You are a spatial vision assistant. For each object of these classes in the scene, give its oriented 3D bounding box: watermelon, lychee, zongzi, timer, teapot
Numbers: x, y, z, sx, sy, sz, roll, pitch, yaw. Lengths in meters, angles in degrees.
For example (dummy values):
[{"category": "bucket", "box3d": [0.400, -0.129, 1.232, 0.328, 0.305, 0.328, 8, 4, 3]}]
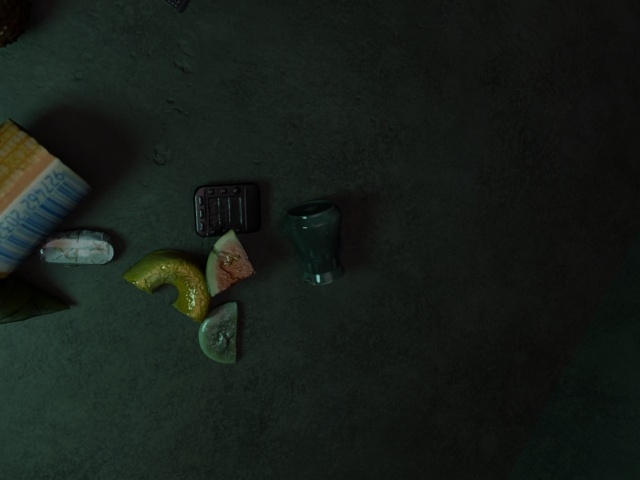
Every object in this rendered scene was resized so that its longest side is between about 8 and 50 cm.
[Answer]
[{"category": "watermelon", "box3d": [-0.265, 0.081, 1.320, 0.145, 0.137, 0.193, -31, 138, -20]}, {"category": "lychee", "box3d": [-0.722, -0.498, 1.004, 0.200, 0.200, 0.238, 8, 81, -25]}, {"category": "zongzi", "box3d": [-0.726, 0.121, 1.073, 0.300, 0.286, 0.138, 10, 70, -25]}, {"category": "timer", "box3d": [-0.262, -0.088, 1.354, 0.188, 0.055, 0.144, -6, 104, -27]}, {"category": "teapot", "box3d": [0.000, 0.000, 1.435, 0.203, 0.171, 0.225, -36, 123, -46]}]

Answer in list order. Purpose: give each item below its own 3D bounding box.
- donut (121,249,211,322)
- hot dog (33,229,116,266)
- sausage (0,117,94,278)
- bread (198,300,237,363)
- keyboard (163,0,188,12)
[{"category": "donut", "box3d": [-0.389, 0.108, 1.316, 0.259, 0.101, 0.152, 34, 79, -21]}, {"category": "hot dog", "box3d": [-0.623, 0.021, 1.217, 0.192, 0.053, 0.099, -1, 99, -20]}, {"category": "sausage", "box3d": [-0.690, -0.091, 1.066, 0.233, 0.233, 0.287, 43, 81, -24]}, {"category": "bread", "box3d": [-0.301, 0.277, 1.412, 0.112, 0.036, 0.192, 0, 99, -22]}, {"category": "keyboard", "box3d": [-0.340, -0.703, 1.221, 0.094, 0.025, 0.230, 29, 87, -28]}]
